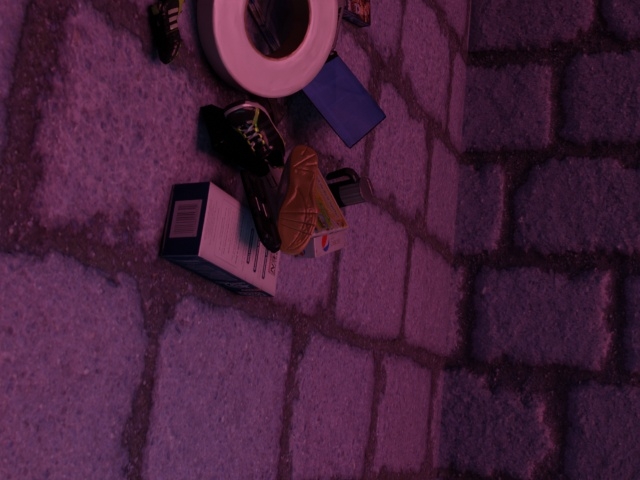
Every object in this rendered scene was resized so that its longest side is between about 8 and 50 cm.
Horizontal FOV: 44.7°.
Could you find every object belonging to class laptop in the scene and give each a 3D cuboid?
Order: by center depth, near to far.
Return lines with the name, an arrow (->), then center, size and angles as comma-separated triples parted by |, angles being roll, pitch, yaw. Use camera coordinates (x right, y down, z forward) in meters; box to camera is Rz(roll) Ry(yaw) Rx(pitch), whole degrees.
laptop -> 0.081, -0.533, 2.218 | 0.382, 0.236, 0.408 | -48, 155, -60

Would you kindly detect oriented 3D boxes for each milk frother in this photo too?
milk frother -> 0.069, -0.134, 2.359 | 0.129, 0.134, 0.143 | 44, 48, -38

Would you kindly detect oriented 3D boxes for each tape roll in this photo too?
tape roll -> -0.120, -0.542, 1.868 | 0.392, 0.072, 0.392 | -17, 117, -38

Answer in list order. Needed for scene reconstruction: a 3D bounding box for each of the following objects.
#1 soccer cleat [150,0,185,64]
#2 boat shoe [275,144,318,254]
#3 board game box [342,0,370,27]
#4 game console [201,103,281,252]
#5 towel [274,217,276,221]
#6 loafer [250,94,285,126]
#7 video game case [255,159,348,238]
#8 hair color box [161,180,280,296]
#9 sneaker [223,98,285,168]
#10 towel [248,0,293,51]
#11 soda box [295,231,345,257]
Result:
soccer cleat -> -0.329, -0.458, 1.638 | 0.072, 0.060, 0.179 | 24, 62, -52
boat shoe -> -0.064, -0.092, 1.918 | 0.098, 0.096, 0.277 | 15, 73, -20
board game box -> 0.098, -0.797, 2.515 | 0.243, 0.042, 0.165 | -7, 97, -64
game console -> -0.170, -0.144, 1.819 | 0.213, 0.043, 0.362 | 29, 39, -61
towel -> -0.140, -0.078, 2.071 | 0.102, 0.021, 0.237 | -21, 109, -59
loafer -> -0.142, -0.351, 2.013 | 0.170, 0.062, 0.061 | 48, 54, -53
video game case -> -0.052, -0.109, 2.025 | 0.206, 0.026, 0.227 | -14, 70, -42
hair color box -> -0.218, 0.007, 1.809 | 0.347, 0.105, 0.174 | 37, 56, -58
sneaker -> -0.140, -0.244, 1.830 | 0.234, 0.084, 0.097 | 38, 33, -54
towel -> -0.126, -0.640, 2.070 | 0.285, 0.034, 0.209 | 54, 43, -50
soda box -> 0.000, 0.000, 2.301 | 0.216, 0.069, 0.074 | -19, 107, -64
